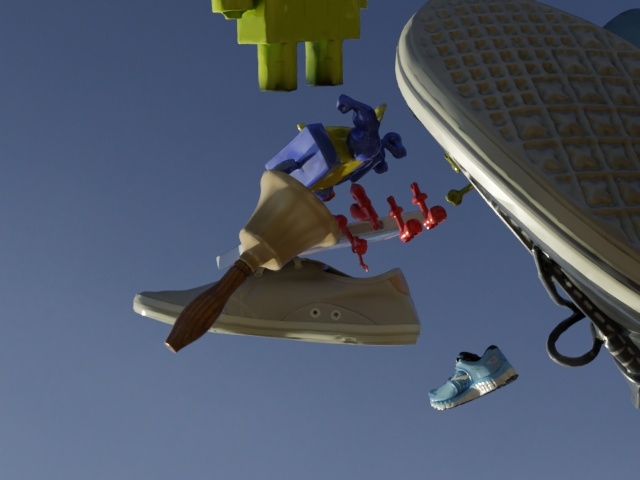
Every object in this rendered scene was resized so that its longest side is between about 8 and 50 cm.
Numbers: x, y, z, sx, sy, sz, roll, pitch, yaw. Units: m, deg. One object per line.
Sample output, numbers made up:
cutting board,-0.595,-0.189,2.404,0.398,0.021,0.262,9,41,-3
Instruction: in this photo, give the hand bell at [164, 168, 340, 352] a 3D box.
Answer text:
hand bell,-0.100,0.041,1.489,0.242,0.126,0.126,-47,-37,-19

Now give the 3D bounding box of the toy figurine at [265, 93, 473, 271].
toy figurine,0.043,-0.093,1.600,0.217,0.191,0.362,-8,-19,-40

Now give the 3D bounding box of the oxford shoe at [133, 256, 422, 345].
oxford shoe,-0.066,0.088,1.899,0.450,0.130,0.169,2,-2,14

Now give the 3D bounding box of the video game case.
video game case,0.000,0.000,1.885,0.285,0.025,0.204,-10,-4,-17

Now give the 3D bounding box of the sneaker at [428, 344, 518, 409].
sneaker,0.224,0.204,1.873,0.162,0.073,0.063,-33,-14,38

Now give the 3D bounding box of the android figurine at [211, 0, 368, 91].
android figurine,-0.025,-0.297,1.316,0.248,0.056,0.272,-17,-72,-51

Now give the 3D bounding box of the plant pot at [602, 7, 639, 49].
plant pot,0.477,-0.156,1.747,0.290,0.195,0.290,-33,-41,-34

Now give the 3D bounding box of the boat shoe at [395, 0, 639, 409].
boat shoe,0.238,0.029,0.825,0.187,0.500,0.156,-50,-1,-39
